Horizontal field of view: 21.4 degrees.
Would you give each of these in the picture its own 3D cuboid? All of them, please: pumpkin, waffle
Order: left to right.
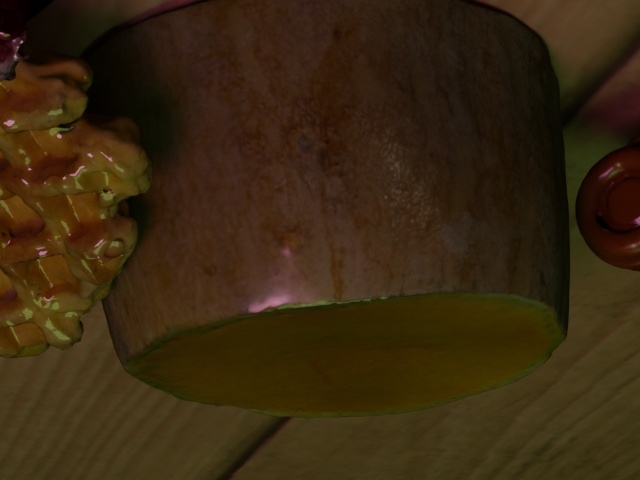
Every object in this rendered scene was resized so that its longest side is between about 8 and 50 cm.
[{"bbox_3d":[-0.253,-0.041,0.964,0.302,0.068,0.325,25,135,-7],"label":"waffle"},{"bbox_3d":[0.000,0.000,1.073,0.332,0.199,0.332,-3,152,-1],"label":"pumpkin"}]

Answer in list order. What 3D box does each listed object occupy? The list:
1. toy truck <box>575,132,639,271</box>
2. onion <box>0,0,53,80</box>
[{"bbox_3d":[0.326,0.009,1.099,0.211,0.288,0.204,-45,139,16],"label":"toy truck"},{"bbox_3d":[-0.166,-0.143,0.667,0.273,0.285,0.273,-25,165,-7],"label":"onion"}]
